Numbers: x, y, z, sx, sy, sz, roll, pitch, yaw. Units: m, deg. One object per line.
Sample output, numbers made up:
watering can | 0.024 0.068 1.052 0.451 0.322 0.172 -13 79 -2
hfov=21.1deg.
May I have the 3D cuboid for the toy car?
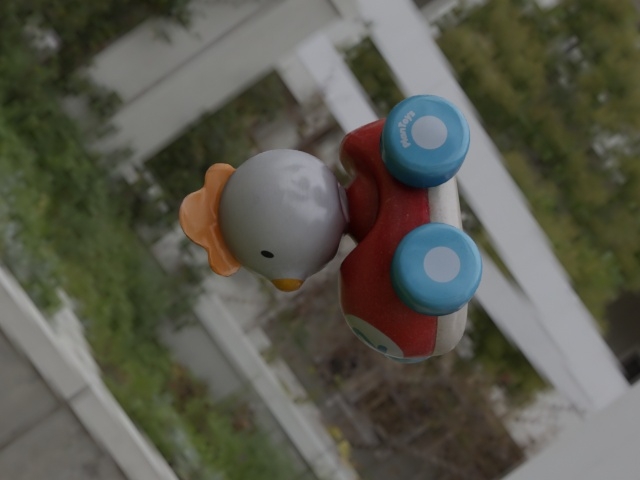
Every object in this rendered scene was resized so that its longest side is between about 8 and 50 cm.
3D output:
toy car | 0.000 0.000 1.461 0.219 0.238 0.210 102 -16 -74
